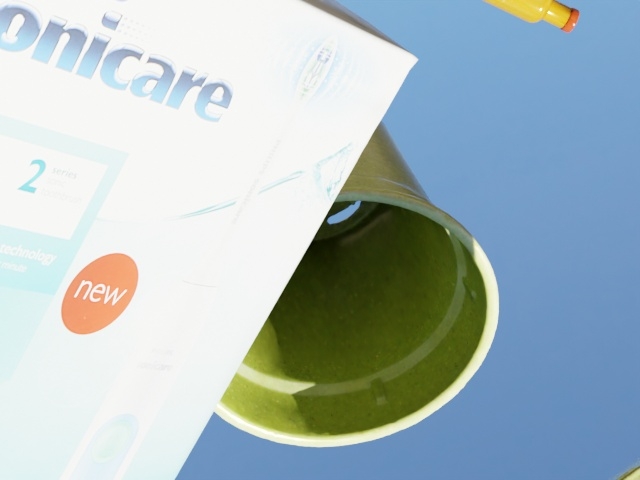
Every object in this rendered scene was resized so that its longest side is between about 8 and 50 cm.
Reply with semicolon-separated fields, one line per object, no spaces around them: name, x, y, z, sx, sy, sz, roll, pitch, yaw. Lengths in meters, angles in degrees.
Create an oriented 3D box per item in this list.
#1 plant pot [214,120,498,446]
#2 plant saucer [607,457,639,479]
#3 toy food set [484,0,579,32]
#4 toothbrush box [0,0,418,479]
plant pot;0.000;0.000;1.384;0.276;0.276;0.254;-13;-143;0
plant saucer;0.189;0.253;1.043;0.188;0.188;0.045;-27;-158;-32
toy food set;0.243;-0.318;1.430;0.104;0.232;0.111;24;180;-12
toothbrush box;-0.133;0.011;0.523;0.126;0.295;0.216;36;-169;34
